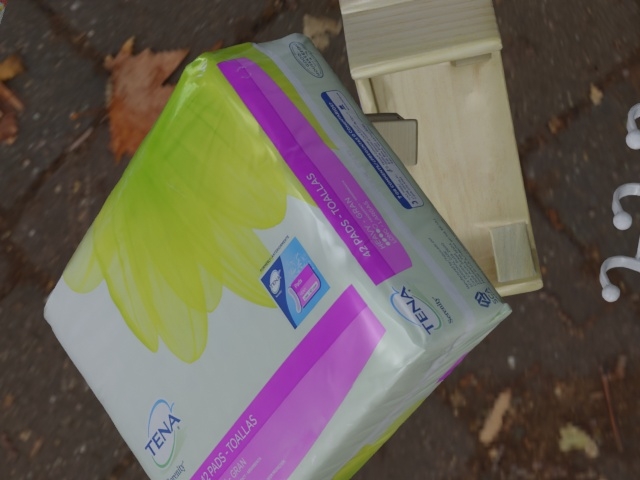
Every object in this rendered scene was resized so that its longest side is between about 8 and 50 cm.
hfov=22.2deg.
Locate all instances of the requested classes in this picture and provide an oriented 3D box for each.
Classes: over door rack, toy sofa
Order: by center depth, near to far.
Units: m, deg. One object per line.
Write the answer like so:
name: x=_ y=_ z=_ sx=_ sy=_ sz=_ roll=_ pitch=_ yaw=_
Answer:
over door rack: x=0.433 y=0.008 z=1.543 sx=0.324 sy=0.108 sz=0.239 roll=13 pitch=139 yaw=12
toy sofa: x=0.126 y=-0.112 z=1.680 sx=0.150 sy=0.177 sz=0.362 roll=-11 pitch=134 yaw=6

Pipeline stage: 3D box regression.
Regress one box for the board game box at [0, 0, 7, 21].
board game box: x=-0.388 y=-0.268 z=1.291 sx=0.275 sy=0.144 sz=0.142 roll=24 pitch=104 yaw=19

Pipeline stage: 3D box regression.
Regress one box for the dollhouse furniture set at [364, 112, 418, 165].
dollhouse furniture set: x=0.000 y=0.000 z=1.276 sx=0.161 sy=0.101 sz=0.182 roll=-4 pitch=107 yaw=-11

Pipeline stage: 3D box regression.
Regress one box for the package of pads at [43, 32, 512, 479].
package of pads: x=-0.045 y=0.041 z=1.007 sx=0.229 sy=0.101 sz=0.296 roll=54 pitch=137 yaw=17
